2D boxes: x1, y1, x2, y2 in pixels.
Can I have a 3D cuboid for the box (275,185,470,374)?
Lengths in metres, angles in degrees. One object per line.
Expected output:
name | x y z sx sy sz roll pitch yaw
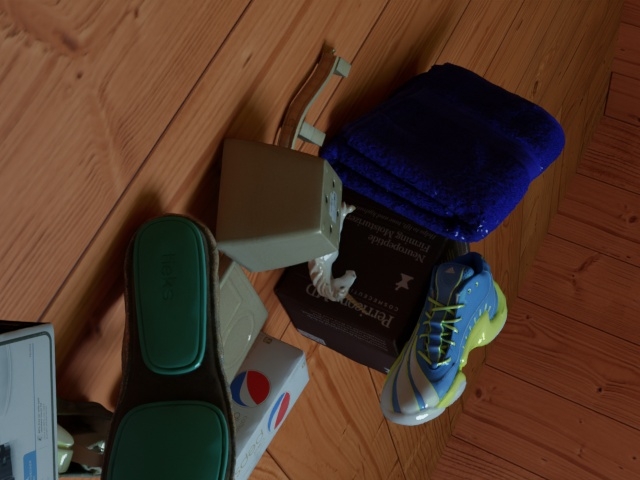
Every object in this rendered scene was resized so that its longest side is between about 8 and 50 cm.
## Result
box | 0.075 0.041 1.241 0.203 0.169 0.167 -61 159 -18

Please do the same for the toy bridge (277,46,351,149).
toy bridge | -0.018 -0.117 1.034 0.063 0.026 0.188 18 91 -64

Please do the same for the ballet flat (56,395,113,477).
ballet flat | -0.211 0.160 0.770 0.072 0.068 0.213 -66 160 -1

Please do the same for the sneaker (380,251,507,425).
sneaker | 0.133 0.099 1.117 0.240 0.091 0.126 -46 130 -42

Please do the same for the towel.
towel | 0.164 -0.126 1.208 0.308 0.228 0.076 -42 153 -49

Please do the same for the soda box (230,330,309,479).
soda box | -0.095 0.217 1.136 0.216 0.069 0.073 -57 158 -30

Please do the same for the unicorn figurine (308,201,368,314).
unicorn figurine | 0.000 0.000 1.120 0.162 0.060 0.111 30 76 -26

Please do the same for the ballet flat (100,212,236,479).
ballet flat | -0.120 0.135 0.810 0.106 0.108 0.315 99 -6 -70

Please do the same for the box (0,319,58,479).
box | -0.264 0.143 0.515 0.290 0.087 0.169 -8 98 -67

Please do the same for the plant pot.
plant pot | -0.034 -0.033 0.934 0.109 0.096 0.108 45 46 -68

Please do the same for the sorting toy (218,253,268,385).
sorting toy | -0.126 0.123 1.012 0.193 0.038 0.208 -61 164 -18
